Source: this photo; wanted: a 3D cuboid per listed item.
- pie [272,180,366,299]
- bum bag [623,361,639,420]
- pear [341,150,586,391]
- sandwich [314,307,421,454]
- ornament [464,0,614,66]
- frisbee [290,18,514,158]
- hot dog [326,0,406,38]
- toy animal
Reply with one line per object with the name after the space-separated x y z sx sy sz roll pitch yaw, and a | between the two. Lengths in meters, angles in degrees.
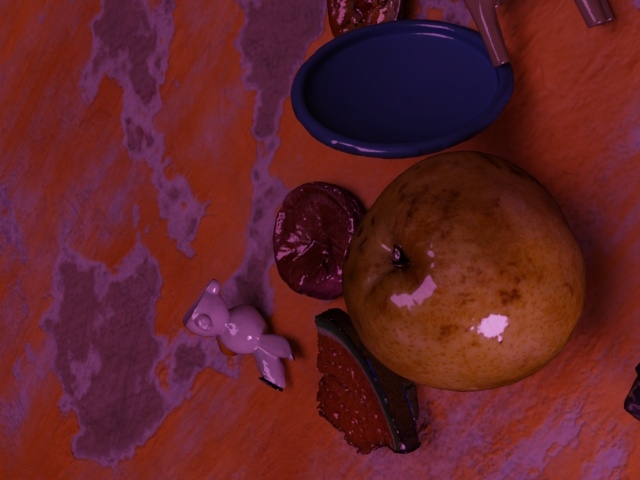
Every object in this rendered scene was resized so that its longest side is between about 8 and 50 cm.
0.000 0.000 1.728 0.182 0.049 0.182 0 90 39 | pie
0.417 0.117 1.310 0.102 0.069 0.248 22 103 43 | bum bag
0.168 0.047 1.403 0.304 0.304 0.304 0 90 44 | pear
0.072 0.214 1.648 0.235 0.079 0.159 42 128 40 | sandwich
0.223 -0.347 1.452 0.230 0.061 0.245 -21 91 38 | ornament
0.106 -0.191 1.504 0.289 0.289 0.049 37 151 38 | frisbee
0.071 -0.400 1.640 0.144 0.075 0.268 9 99 41 | hot dog
-0.129 0.159 1.820 0.131 0.181 0.127 -55 14 26 | toy animal
